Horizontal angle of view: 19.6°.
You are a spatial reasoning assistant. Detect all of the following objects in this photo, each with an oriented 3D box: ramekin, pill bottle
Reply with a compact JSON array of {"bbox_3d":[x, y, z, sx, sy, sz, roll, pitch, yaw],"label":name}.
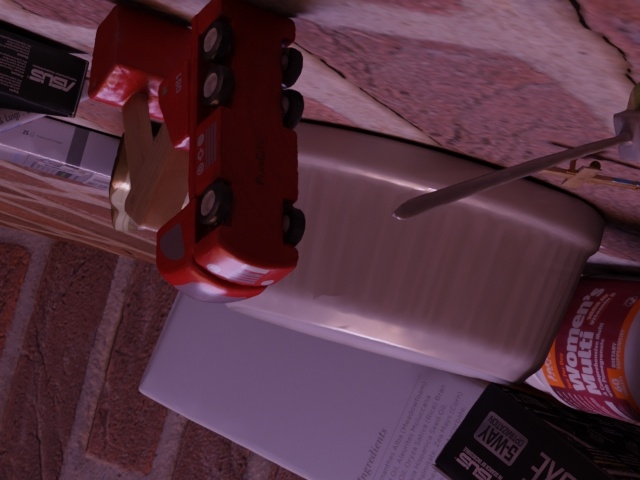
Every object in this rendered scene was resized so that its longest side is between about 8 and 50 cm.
[{"bbox_3d":[0.052,0.014,1.286,0.273,0.127,0.273,15,176,1],"label":"ramekin"},{"bbox_3d":[0.254,0.089,1.561,0.121,0.121,0.221,17,174,-23],"label":"pill bottle"}]

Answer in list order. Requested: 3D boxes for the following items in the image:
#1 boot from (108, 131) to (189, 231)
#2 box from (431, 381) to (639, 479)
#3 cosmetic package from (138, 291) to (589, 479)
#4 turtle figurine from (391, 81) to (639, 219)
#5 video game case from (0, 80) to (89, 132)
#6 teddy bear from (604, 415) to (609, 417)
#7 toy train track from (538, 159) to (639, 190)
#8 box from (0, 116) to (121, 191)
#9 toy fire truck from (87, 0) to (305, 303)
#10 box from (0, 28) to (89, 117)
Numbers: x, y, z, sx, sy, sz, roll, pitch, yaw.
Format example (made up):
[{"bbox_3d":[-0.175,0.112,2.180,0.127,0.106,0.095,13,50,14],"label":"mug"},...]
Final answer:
[{"bbox_3d":[-0.083,-0.032,1.507,0.165,0.077,0.213,13,172,-1],"label":"boot"},{"bbox_3d":[0.249,0.215,1.320,0.242,0.076,0.307,38,-171,30],"label":"box"},{"bbox_3d":[0.077,0.176,1.841,0.453,0.161,0.230,25,-177,20],"label":"cosmetic package"},{"bbox_3d":[0.179,0.032,0.748,0.198,0.274,0.266,51,-163,25],"label":"turtle figurine"},{"bbox_3d":[-0.251,-0.081,1.313,0.143,0.019,0.157,-23,-169,-22],"label":"video game case"},{"bbox_3d":[0.203,0.095,1.869,0.338,0.113,0.245,16,177,-3],"label":"teddy bear"},{"bbox_3d":[0.163,-0.038,1.037,0.083,0.014,0.048,10,169,-7],"label":"toy train track"},{"bbox_3d":[-0.259,-0.087,1.628,0.186,0.038,0.145,15,175,-10],"label":"box"},{"bbox_3d":[-0.063,-0.047,0.891,0.047,0.192,0.135,17,147,-30],"label":"toy fire truck"},{"bbox_3d":[-0.273,-0.127,1.173,0.191,0.045,0.184,18,178,-40],"label":"box"}]
